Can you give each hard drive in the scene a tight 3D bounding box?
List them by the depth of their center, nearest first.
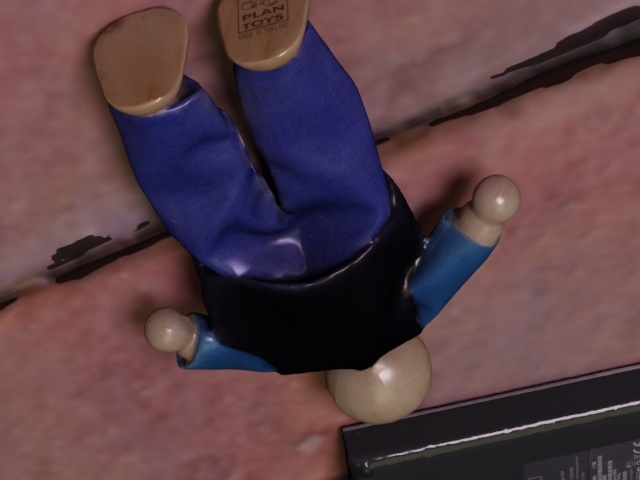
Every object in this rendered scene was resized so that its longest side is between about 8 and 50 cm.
[{"bbox_3d":[0.079,0.093,0.741,0.135,0.022,0.094,-12,137,-3],"label":"hard drive"}]

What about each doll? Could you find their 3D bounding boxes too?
[{"bbox_3d":[0.000,0.000,0.605,0.129,0.046,0.189,-18,137,6],"label":"doll"}]
